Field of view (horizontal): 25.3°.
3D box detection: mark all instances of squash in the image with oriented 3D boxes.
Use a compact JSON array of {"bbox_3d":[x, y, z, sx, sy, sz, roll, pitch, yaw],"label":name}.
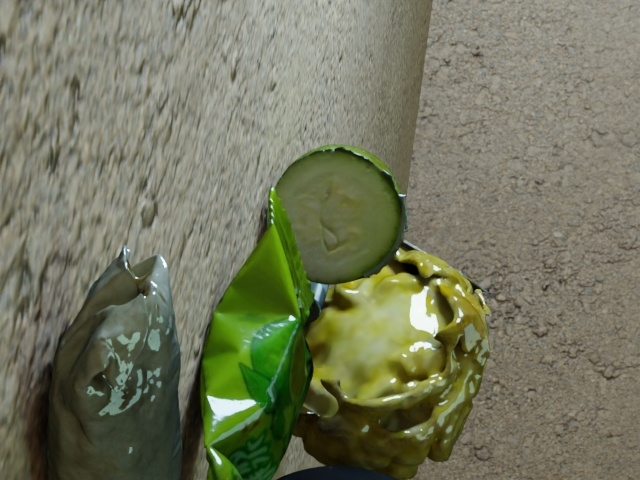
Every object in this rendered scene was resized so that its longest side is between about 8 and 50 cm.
[{"bbox_3d":[0.019,-0.032,1.261,0.187,0.123,0.123,-59,157,-80],"label":"squash"}]

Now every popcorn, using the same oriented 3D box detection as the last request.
[{"bbox_3d":[0.064,0.124,1.478,0.190,0.250,0.250,51,37,-35],"label":"popcorn"}]

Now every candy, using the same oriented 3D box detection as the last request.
[{"bbox_3d":[-0.050,0.102,1.036,0.149,0.069,0.246,80,24,-56],"label":"candy"}]

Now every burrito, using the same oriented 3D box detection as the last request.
[{"bbox_3d":[-0.098,0.125,0.697,0.082,0.059,0.275,-64,163,-47],"label":"burrito"}]

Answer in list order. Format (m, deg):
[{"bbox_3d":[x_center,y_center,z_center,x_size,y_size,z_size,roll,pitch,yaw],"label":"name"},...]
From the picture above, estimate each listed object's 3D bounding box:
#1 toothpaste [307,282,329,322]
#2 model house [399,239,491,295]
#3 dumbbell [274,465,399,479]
[{"bbox_3d":[0.000,0.000,1.487,0.239,0.039,0.062,-76,169,-54],"label":"toothpaste"},{"bbox_3d":[0.102,0.073,1.975,0.136,0.219,0.207,-62,-178,-1],"label":"model house"},{"bbox_3d":[0.011,0.398,1.377,0.204,0.203,0.322,-71,167,-59],"label":"dumbbell"}]
